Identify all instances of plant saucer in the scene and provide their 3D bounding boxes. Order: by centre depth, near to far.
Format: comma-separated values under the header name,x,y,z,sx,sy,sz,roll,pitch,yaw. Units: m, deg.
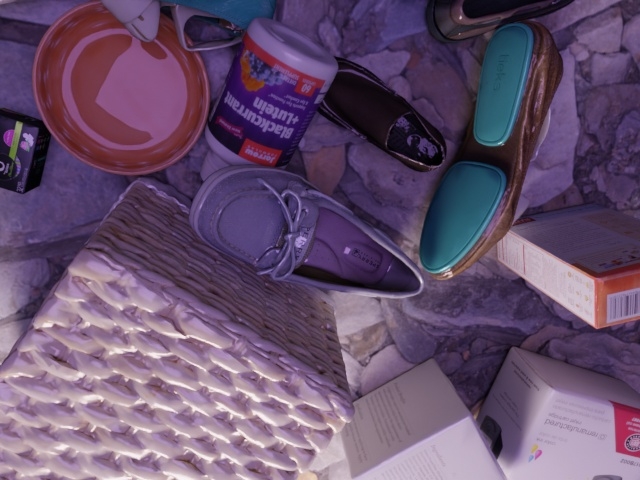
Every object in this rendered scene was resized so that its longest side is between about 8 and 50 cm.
name,x,y,z,sx,sy,sz,roll,pitch,yaw
plant saucer,-0.233,-0.180,0.620,0.200,0.037,0.200,-3,107,-8

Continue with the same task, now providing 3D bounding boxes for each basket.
name,x,y,z,sx,sy,sz,roll,pitch,yaw
basket,-0.184,0.156,0.610,0.331,0.266,0.328,35,99,-14

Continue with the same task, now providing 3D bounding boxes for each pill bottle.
name,x,y,z,sx,sy,sz,roll,pitch,yaw
pill bottle,-0.069,-0.144,0.603,0.108,0.108,0.193,24,120,-14

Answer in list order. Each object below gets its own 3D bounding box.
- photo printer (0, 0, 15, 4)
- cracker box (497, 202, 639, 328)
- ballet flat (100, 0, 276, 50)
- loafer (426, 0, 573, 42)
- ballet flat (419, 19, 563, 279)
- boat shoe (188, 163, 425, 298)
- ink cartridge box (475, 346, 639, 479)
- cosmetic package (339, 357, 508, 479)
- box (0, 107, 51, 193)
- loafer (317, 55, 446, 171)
name,x,y,z,sx,sy,sz,roll,pitch,yaw
photo printer,-0.371,-0.395,0.499,0.256,0.107,0.307,-14,108,-4
cracker box,0.349,0.020,0.661,0.155,0.232,0.067,-11,109,-5
ballet flat,-0.157,-0.251,0.550,0.247,0.083,0.087,-4,109,-35
loafer,0.264,-0.316,0.627,0.267,0.084,0.096,-27,108,0
ballet flat,0.238,-0.105,0.685,0.124,0.116,0.342,7,102,-36
boat shoe,0.000,0.003,0.611,0.320,0.103,0.118,24,94,-42
ink cartridge box,0.357,0.351,0.815,0.226,0.131,0.306,17,102,-13
cosmetic package,0.142,0.304,0.757,0.183,0.151,0.151,-29,108,2
box,-0.365,-0.107,0.614,0.062,0.052,0.083,17,104,-13
loafer,0.079,-0.159,0.649,0.220,0.078,0.080,28,101,-15
